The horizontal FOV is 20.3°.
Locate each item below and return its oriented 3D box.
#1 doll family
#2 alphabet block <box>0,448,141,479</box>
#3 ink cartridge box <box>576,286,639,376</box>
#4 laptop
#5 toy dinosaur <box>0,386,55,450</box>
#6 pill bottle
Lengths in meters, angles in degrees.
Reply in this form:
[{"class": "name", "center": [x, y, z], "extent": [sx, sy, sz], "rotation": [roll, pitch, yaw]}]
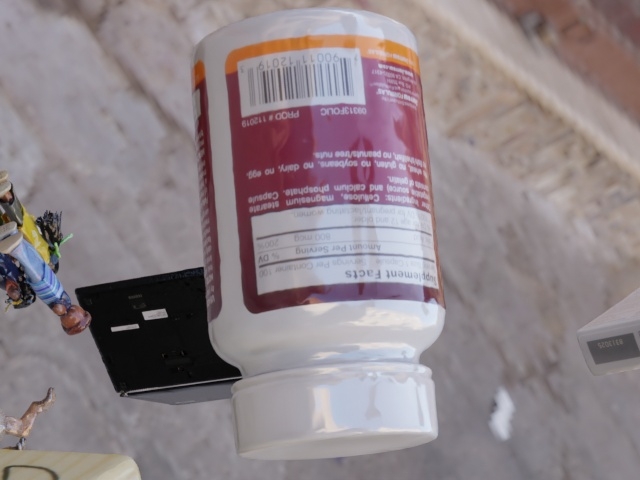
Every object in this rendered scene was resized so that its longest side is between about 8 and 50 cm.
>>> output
[{"class": "doll family", "center": [-0.247, 0.013, 1.478], "extent": [0.193, 0.076, 0.111], "rotation": [-108, 172, -56]}, {"class": "alphabet block", "center": [-0.250, 0.281, 1.346], "extent": [0.197, 0.192, 0.193], "rotation": [-30, 117, -59]}, {"class": "ink cartridge box", "center": [0.297, 0.041, 1.330], "extent": [0.179, 0.145, 0.045], "rotation": [-25, 95, -42]}, {"class": "laptop", "center": [-0.170, 0.136, 2.455], "extent": [0.264, 0.234, 0.136], "rotation": [70, 26, -21]}, {"class": "toy dinosaur", "center": [-0.438, 0.258, 2.128], "extent": [0.127, 0.200, 0.295], "rotation": [15, 81, -81]}, {"class": "pill bottle", "center": [0.000, 0.000, 1.677], "extent": [0.224, 0.224, 0.392], "rotation": [18, 64, -61]}]
